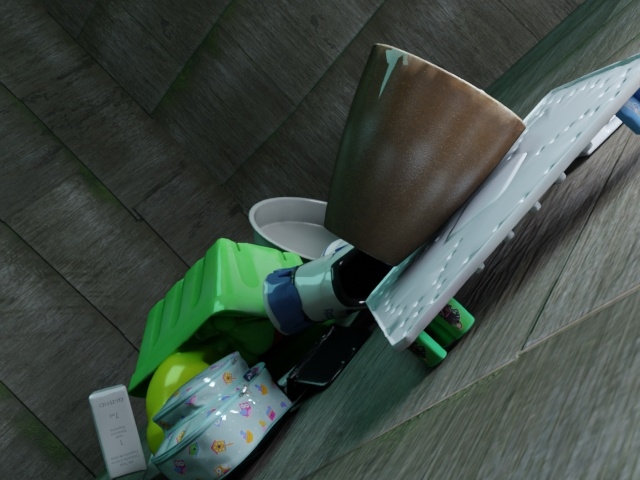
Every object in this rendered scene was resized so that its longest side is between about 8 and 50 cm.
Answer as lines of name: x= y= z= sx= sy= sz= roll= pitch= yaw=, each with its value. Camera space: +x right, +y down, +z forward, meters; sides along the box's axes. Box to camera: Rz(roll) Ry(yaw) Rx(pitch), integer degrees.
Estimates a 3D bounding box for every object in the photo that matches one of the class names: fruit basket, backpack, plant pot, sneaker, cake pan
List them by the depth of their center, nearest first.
plant pot: x=0.106 y=-0.091 z=1.113 sx=0.230 sy=0.215 sz=0.215 roll=-62 pitch=2 yaw=5
backpack: x=-0.143 y=0.253 z=1.205 sx=0.166 sy=0.144 sz=0.188 roll=-37 pitch=9 yaw=27
sneaker: x=0.067 y=0.058 z=1.383 sx=0.182 sy=0.128 sz=0.315 roll=-17 pitch=3 yaw=30
fruit basket: x=-0.169 y=0.227 z=1.516 sx=0.392 sy=0.283 sz=0.392 roll=-24 pitch=60 yaw=51
cake pan: x=0.000 y=0.000 z=1.712 sx=0.293 sy=0.293 sz=0.054 roll=-51 pitch=-22 yaw=-65

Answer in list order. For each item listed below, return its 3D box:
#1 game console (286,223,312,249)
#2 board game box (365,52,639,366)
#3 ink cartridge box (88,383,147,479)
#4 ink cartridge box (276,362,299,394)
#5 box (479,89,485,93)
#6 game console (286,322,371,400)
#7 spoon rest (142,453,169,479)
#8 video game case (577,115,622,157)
game console: x=-0.066 y=0.115 z=1.857 sx=0.173 sy=0.250 sz=0.293 roll=-15 pitch=15 yaw=20
board game box: x=0.211 y=-0.037 z=1.040 sx=0.390 sy=0.050 sz=0.390 roll=-49 pitch=3 yaw=1
ink cartridge box: x=-0.334 y=0.380 z=1.511 sx=0.066 sy=0.261 sz=0.296 roll=-14 pitch=-5 yaw=-15
ink cartridge box: x=-0.048 y=0.224 z=1.367 sx=0.083 sy=0.028 sz=0.048 roll=-43 pitch=3 yaw=24
box: x=0.190 y=-0.092 z=1.396 sx=0.121 sy=0.148 sz=0.311 roll=-46 pitch=5 yaw=-26
game console: x=0.012 y=0.184 z=1.281 sx=0.122 sy=0.071 sz=0.107 roll=-46 pitch=-27 yaw=-35
spoon rest: x=-0.275 y=0.387 z=1.683 sx=0.137 sy=0.084 sz=0.276 roll=-45 pitch=2 yaw=2
video game case: x=0.364 y=-0.159 z=1.141 sx=0.143 sy=0.019 sz=0.157 roll=-45 pitch=3 yaw=0
